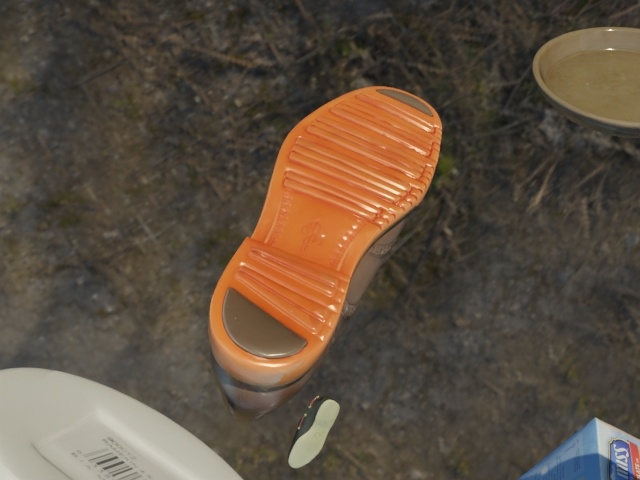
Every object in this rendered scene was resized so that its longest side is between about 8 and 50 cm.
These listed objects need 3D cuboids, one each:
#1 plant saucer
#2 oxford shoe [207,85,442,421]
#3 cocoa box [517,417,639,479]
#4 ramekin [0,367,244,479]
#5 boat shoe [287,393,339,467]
[{"bbox_3d":[0.444,-0.228,1.701,0.278,0.278,0.041,20,133,22],"label":"plant saucer"},{"bbox_3d":[0.000,0.000,1.045,0.130,0.363,0.132,27,143,10],"label":"oxford shoe"},{"bbox_3d":[0.478,0.518,1.938,0.228,0.347,0.231,27,130,-15],"label":"cocoa box"},{"bbox_3d":[-0.154,0.204,0.775,0.277,0.277,0.135,35,100,12],"label":"ramekin"},{"bbox_3d":[-0.016,0.321,1.980,0.049,0.133,0.042,30,180,-30],"label":"boat shoe"}]
